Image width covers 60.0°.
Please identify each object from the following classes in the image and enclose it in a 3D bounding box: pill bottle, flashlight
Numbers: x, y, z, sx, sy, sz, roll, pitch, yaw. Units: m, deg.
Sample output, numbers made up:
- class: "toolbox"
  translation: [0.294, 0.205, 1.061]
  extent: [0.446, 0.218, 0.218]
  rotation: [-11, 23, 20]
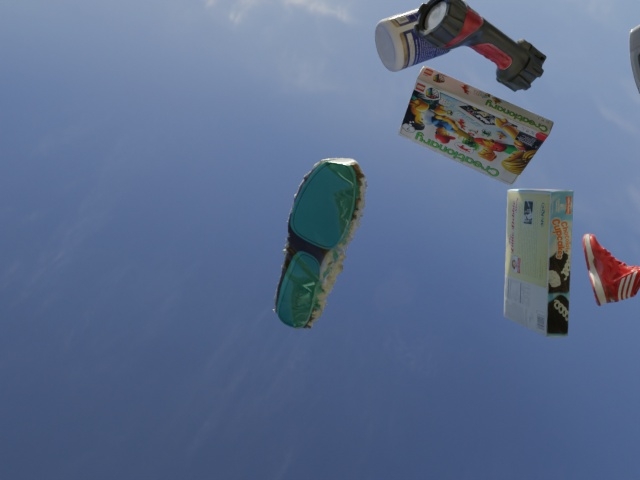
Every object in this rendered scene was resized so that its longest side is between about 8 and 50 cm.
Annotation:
- class: "pill bottle"
  translation: [0.307, -0.608, 1.629]
  extent: [0.265, 0.153, 0.153]
  rotation: [-22, -109, -11]
- class: "flashlight"
  translation: [0.329, -0.393, 1.134]
  extent: [0.304, 0.103, 0.103]
  rotation: [18, -98, -35]

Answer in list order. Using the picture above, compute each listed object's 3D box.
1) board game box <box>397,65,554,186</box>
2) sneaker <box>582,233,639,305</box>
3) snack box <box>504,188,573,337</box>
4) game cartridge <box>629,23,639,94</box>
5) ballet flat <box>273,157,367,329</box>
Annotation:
- class: "board game box"
  translation: [0.343, -0.257, 1.270]
  extent: [0.305, 0.193, 0.053]
  rotation: [26, -118, 8]
- class: "sneaker"
  translation: [0.779, 0.069, 1.471]
  extent: [0.087, 0.128, 0.221]
  rotation: [50, -144, -47]
- class: "snack box"
  translation: [0.499, 0.043, 1.283]
  extent: [0.060, 0.187, 0.321]
  rotation: [-2, -83, -11]
- class: "game cartridge"
  translation: [0.791, -0.381, 1.202]
  extent: [0.060, 0.196, 0.294]
  rotation: [7, -114, -31]
- class: "ballet flat"
  translation: [0.000, 0.000, 1.146]
  extent: [0.147, 0.409, 0.147]
  rotation: [16, -151, -9]
